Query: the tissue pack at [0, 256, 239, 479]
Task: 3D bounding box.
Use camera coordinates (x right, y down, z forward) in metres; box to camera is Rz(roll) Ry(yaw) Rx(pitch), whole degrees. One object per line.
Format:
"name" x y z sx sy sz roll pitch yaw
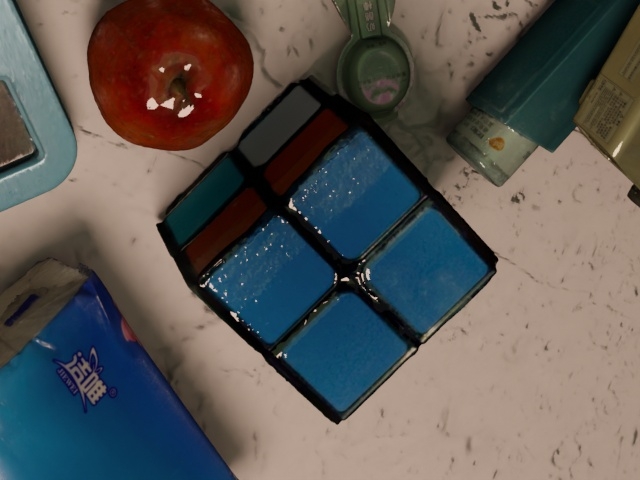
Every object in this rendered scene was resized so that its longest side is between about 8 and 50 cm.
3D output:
"tissue pack" -0.188 0.176 1.047 0.209 0.137 0.270 -44 115 -28

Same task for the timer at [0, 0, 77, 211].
"timer" -0.314 -0.106 0.971 0.231 0.091 0.250 -26 116 -8

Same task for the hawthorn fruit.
"hawthorn fruit" -0.111 -0.130 1.006 0.125 0.140 0.125 0 78 -1

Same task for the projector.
"projector" 0.325 -0.106 1.115 0.269 0.088 0.194 11 116 -40

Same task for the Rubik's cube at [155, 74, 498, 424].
"Rubik's cube" 0.000 0.000 1.047 0.183 0.180 0.167 -44 113 -1

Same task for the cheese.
"cheese" 0.043 -0.151 1.092 0.067 0.026 0.121 -13 110 -12

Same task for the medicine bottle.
"medicine bottle" 0.199 -0.167 1.104 0.124 0.079 0.258 37 95 -28
